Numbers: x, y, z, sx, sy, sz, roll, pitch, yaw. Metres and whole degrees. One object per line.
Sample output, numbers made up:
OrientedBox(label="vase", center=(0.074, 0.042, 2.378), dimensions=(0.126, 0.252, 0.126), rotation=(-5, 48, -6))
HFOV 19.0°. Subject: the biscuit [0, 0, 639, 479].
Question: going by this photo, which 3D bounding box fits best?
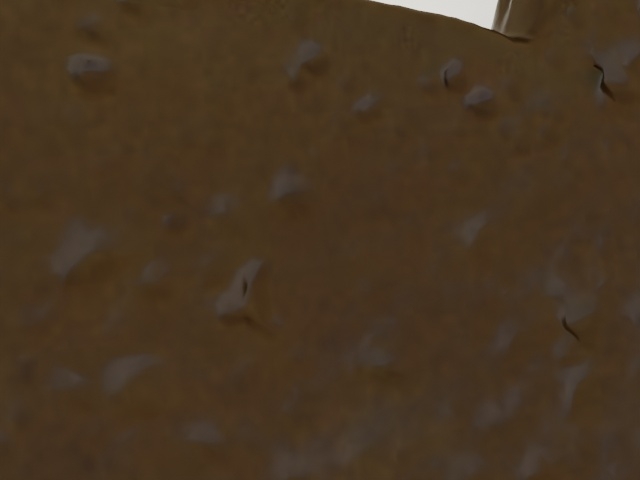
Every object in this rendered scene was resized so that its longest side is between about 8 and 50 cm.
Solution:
OrientedBox(label="biscuit", center=(0.016, 0.055, 0.643), dimensions=(0.394, 0.368, 0.076), rotation=(-5, 177, -24))
